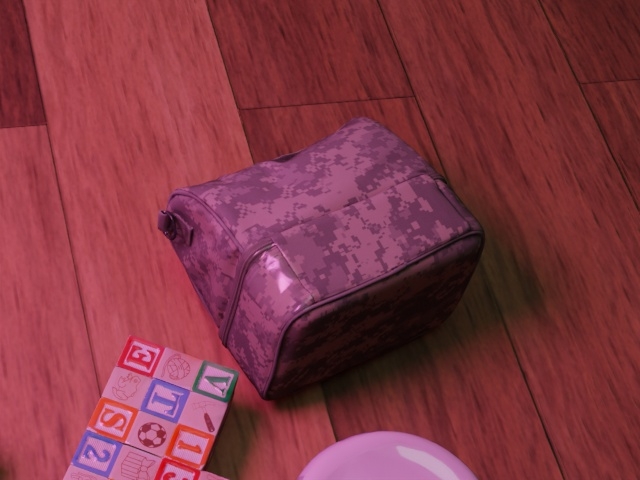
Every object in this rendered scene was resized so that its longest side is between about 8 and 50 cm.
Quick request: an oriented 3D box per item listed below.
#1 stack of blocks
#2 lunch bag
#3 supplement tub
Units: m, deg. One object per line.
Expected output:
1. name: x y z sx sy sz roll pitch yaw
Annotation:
1. stack of blocks: -0.174 0.260 1.461 0.171 0.087 0.297 19 52 1
2. lunch bag: 0.000 0.000 1.618 0.305 0.212 0.256 -23 63 -28
3. supplement tub: 0.037 0.330 1.315 0.194 0.316 0.193 7 52 -9
